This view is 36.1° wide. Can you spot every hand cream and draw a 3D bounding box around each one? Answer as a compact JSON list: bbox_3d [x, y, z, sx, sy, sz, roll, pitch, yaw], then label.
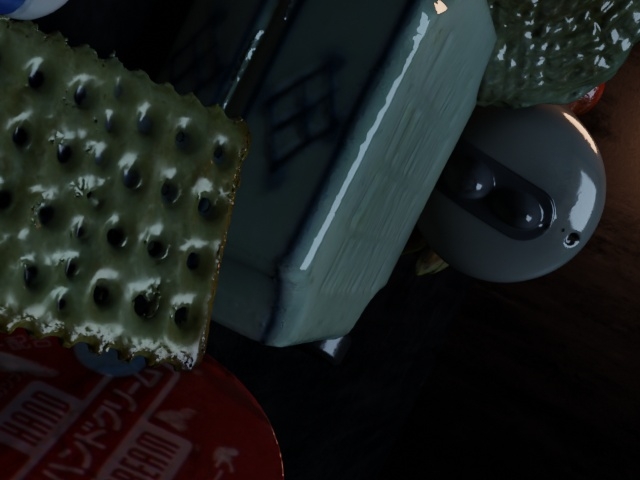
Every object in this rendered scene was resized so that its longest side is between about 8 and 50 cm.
[{"bbox_3d":[-0.141,0.148,0.493,0.230,0.230,0.149,-36,153,-60],"label":"hand cream"}]

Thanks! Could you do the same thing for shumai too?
[{"bbox_3d":[0.158,-0.305,0.899,0.263,0.304,0.309,-97,-156,-43],"label":"shumai"}]

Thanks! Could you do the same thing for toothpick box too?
[{"bbox_3d":[0.184,-0.085,1.079,0.316,0.229,0.229,-86,-164,-69],"label":"toothpick box"}]

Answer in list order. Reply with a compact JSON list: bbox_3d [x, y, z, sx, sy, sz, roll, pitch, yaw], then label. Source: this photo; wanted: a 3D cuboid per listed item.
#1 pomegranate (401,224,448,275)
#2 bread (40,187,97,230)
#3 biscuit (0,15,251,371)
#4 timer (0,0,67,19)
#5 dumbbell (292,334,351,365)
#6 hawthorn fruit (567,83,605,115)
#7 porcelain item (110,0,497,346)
[{"bbox_3d":[0.226,-0.056,1.428,0.302,0.236,0.236,-48,173,26],"label":"pomegranate"},{"bbox_3d":[-0.141,-0.005,0.507,0.084,0.080,0.109,-50,158,-34],"label":"bread"},{"bbox_3d":[-0.123,-0.028,0.432,0.203,0.016,0.144,22,73,-34],"label":"biscuit"},{"bbox_3d":[-0.098,-0.202,0.300,0.253,0.078,0.178,-60,165,11],"label":"timer"},{"bbox_3d":[0.021,0.034,1.083,0.191,0.100,0.100,-62,165,-11],"label":"dumbbell"},{"bbox_3d":[0.371,-0.296,1.589,0.185,0.185,0.202,-52,140,-37],"label":"hawthorn fruit"},{"bbox_3d":[-0.006,-0.078,0.690,0.281,0.157,0.286,-63,166,5],"label":"porcelain item"}]
